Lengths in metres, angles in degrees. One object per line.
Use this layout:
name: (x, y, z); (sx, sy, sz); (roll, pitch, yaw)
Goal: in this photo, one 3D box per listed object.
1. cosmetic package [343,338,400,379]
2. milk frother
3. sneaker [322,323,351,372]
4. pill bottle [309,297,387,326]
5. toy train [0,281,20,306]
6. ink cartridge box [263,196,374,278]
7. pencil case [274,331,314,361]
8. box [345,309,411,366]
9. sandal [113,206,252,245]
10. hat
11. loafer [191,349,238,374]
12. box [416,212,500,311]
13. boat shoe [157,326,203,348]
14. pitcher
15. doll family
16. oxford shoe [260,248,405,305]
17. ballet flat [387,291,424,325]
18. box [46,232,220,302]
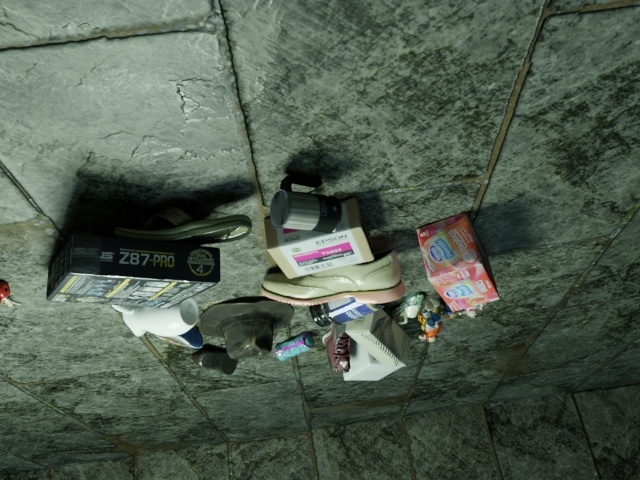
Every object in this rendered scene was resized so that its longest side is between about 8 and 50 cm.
cosmetic package: (0.181, 0.406, 2.345); (0.151, 0.151, 0.184); (7, 149, -29)
milk frother: (-0.051, -0.062, 1.421); (0.135, 0.129, 0.143); (6, 143, -33)
sneaker: (0.087, 0.362, 2.221); (0.106, 0.162, 0.281); (-1, 152, -14)
pill bottle: (0.079, 0.176, 1.914); (0.219, 0.123, 0.123); (-27, 147, 31)
toy train: (-0.834, 0.181, 1.630); (0.105, 0.143, 0.248); (-14, 152, 10)
ink cartridge box: (0.000, 0.000, 1.597); (0.235, 0.088, 0.193); (-13, 153, 10)
pencil case: (-0.094, 0.376, 2.302); (0.152, 0.064, 0.070); (-30, 162, 34)
box: (0.194, 0.311, 2.139); (0.094, 0.113, 0.275); (-5, 147, 34)
sandal: (-0.302, -0.033, 1.445); (0.303, 0.086, 0.120); (-8, 166, 1)
hat: (-0.231, 0.303, 2.052); (0.331, 0.134, 0.331); (-6, 152, -3)
loafer: (-0.374, 0.420, 2.309); (0.078, 0.080, 0.220); (14, 168, 34)
box: (0.378, 0.067, 1.768); (0.142, 0.154, 0.300); (-18, 152, 17)
boat shoe: (-0.450, 0.297, 2.059); (0.066, 0.066, 0.183); (-21, 140, 31)
pitcher: (-0.461, 0.195, 1.809); (0.207, 0.125, 0.178); (-9, 145, 26)
doll family: (0.412, 0.229, 2.147); (0.263, 0.118, 0.163); (-28, 148, -13)
oxford shoe: (0.025, 0.086, 1.762); (0.397, 0.140, 0.146); (-4, 110, 11)
ballet flat: (0.286, 0.236, 2.151); (0.070, 0.070, 0.188); (6, 149, -26)
box: (-0.448, 0.085, 1.520); (0.318, 0.097, 0.395); (5, 165, -28)
